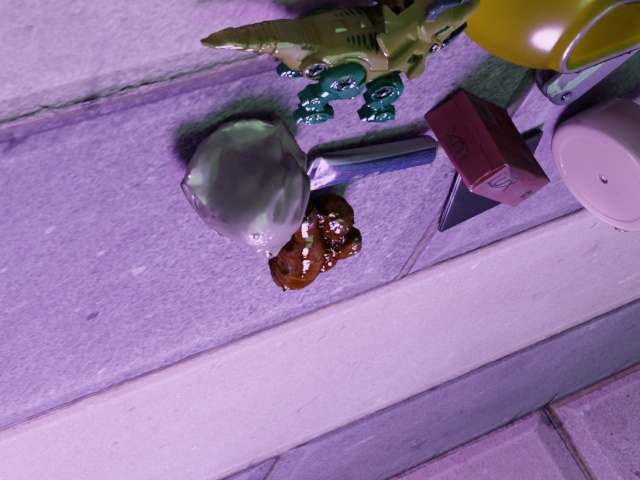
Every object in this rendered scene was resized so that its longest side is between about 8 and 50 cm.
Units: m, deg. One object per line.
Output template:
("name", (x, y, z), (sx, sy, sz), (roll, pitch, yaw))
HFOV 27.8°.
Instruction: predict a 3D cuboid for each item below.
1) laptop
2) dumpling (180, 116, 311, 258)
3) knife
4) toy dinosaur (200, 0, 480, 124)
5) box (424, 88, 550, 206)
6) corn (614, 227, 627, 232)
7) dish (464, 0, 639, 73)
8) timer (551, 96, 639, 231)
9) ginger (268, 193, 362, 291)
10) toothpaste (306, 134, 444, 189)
("laptop", (0.222, -0.077, 1.706), (0.129, 0.016, 0.180), (-24, 158, -15))
("dumpling", (-0.060, -0.055, 1.267), (0.127, 0.108, 0.188), (-54, 140, -1))
("knife", (0.353, -0.248, 1.450), (0.266, 0.040, 0.073), (-37, 148, 18))
("toy dinosaur", (0.009, -0.164, 1.123), (0.259, 0.094, 0.153), (-11, 153, -24))
("box", (0.192, -0.102, 1.472), (0.060, 0.111, 0.156), (-38, 157, 22))
("corn", (0.513, -0.086, 1.999), (0.080, 0.079, 0.237), (-22, 160, -22))
("dish", (0.272, -0.241, 1.261), (0.262, 0.108, 0.221), (-17, 157, -31))
("timer", (0.450, -0.158, 1.685), (0.266, 0.175, 0.175), (-41, 164, -20))
("ginger", (0.000, 0.000, 1.499), (0.103, 0.073, 0.162), (-22, 157, -22))
("toothpaste", (0.064, -0.090, 1.435), (0.197, 0.034, 0.057), (-13, 148, -31))
